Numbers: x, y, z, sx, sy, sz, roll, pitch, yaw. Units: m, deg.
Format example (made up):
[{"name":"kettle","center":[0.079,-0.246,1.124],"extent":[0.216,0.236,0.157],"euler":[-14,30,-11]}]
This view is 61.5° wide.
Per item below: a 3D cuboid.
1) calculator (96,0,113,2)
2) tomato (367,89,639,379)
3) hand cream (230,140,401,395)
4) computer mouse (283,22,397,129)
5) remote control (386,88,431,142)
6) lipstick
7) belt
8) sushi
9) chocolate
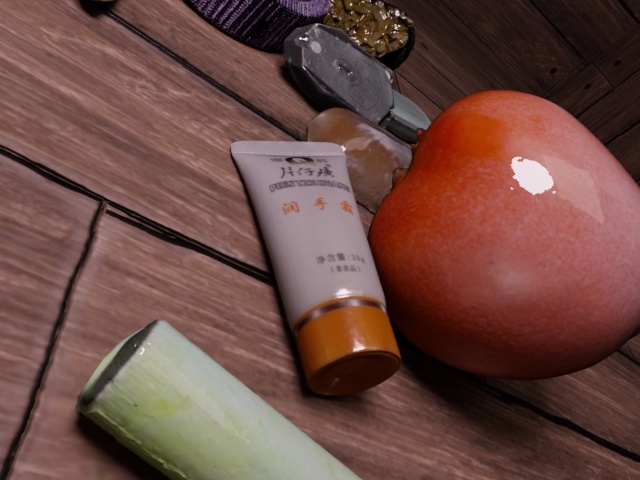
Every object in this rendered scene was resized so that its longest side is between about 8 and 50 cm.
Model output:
[{"name":"calculator","center":[-0.254,-0.374,0.625],"extent":[0.236,0.033,0.157],"euler":[-88,171,-50]},{"name":"tomato","center":[0.216,0.004,0.607],"extent":[0.321,0.321,0.321],"euler":[32,35,-26]},{"name":"hand cream","center":[0.000,0.000,0.560],"extent":[0.140,0.089,0.314],"euler":[-4,49,-20]},{"name":"computer mouse","center":[0.033,-0.257,0.875],"extent":[0.231,0.071,0.126],"euler":[25,66,-29]},{"name":"remote control","center":[0.127,-0.252,1.021],"extent":[0.247,0.052,0.104],"euler":[17,43,-41]},{"name":"lipstick","center":[-0.021,0.169,0.365],"extent":[0.304,0.076,0.076],"euler":[41,32,-12]},{"name":"belt","center":[-0.112,-0.434,0.862],"extent":[0.260,0.122,0.325],"euler":[56,34,-2]},{"name":"sushi","center":[0.081,-0.428,1.080],"extent":[0.212,0.147,0.115],"euler":[43,25,10]},{"name":"chocolate","center":[0.101,-0.113,0.811],"extent":[0.254,0.080,0.157],"euler":[28,37,-30]}]
